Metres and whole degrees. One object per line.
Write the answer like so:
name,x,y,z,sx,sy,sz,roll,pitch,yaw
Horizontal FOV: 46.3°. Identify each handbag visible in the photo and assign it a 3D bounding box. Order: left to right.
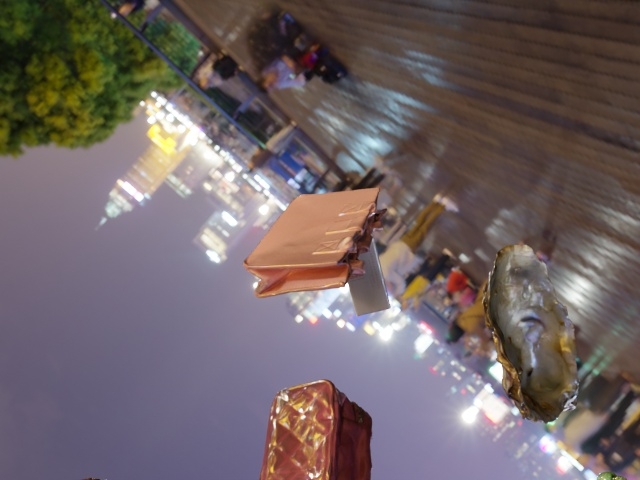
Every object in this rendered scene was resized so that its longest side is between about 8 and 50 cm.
handbag,-0.004,0.342,1.179,0.135,0.146,0.225,48,-148,-34
handbag,0.000,0.000,1.043,0.212,0.157,0.059,-57,-45,-54

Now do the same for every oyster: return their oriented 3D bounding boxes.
oyster,0.355,0.208,1.300,0.111,0.204,0.396,-1,123,44

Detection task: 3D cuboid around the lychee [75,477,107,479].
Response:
lychee,-0.437,0.545,1.305,0.260,0.260,0.260,42,180,0

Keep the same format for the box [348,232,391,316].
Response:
box,0.062,0.017,1.216,0.201,0.058,0.141,-94,-11,-71

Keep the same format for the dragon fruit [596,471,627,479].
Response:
dragon fruit,0.460,0.524,1.333,0.130,0.295,0.268,60,153,17
